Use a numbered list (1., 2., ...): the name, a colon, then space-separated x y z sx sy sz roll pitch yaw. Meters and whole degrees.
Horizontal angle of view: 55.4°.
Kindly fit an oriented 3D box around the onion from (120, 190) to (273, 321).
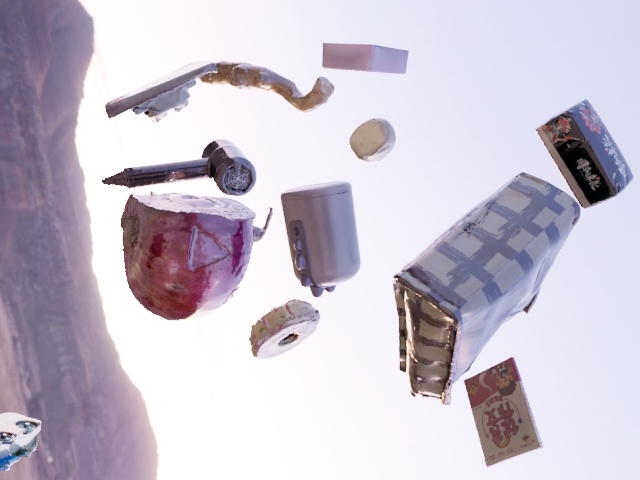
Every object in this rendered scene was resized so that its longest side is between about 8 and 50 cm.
1. onion: -0.241 0.033 1.104 0.256 0.272 0.231 -114 -141 -76

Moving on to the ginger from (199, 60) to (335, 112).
1. ginger: -0.110 -0.299 1.157 0.288 0.089 0.075 19 -65 20

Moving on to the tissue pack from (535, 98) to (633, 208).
1. tissue pack: 0.467 -0.154 1.074 0.090 0.103 0.170 -29 -88 50

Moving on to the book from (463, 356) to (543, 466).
1. book: 0.452 0.428 1.529 0.162 0.022 0.232 -39 -137 36

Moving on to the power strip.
1. power strip: -0.274 -0.246 1.059 0.065 0.198 0.213 65 -9 -21

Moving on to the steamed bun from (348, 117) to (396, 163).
1. steamed bun: 0.150 -0.281 1.699 0.130 0.091 0.113 -36 -109 22

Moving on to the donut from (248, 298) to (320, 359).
1. donut: -0.082 0.190 1.331 0.068 0.174 0.175 58 -29 25

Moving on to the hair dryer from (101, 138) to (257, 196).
1. hair dryer: -0.341 -0.155 1.467 0.189 0.352 0.107 -134 -143 -58

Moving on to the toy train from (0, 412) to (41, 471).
1. toy train: -0.638 0.404 1.216 0.188 0.099 0.072 22 79 -87

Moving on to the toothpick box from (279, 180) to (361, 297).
1. toothpick box: 0.000 0.000 1.742 0.229 0.228 0.317 -171 -109 -66

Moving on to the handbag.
1. handbag: 0.276 0.093 1.068 0.162 0.325 0.327 37 -29 32

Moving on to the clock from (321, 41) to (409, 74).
1. clock: 0.111 -0.452 1.517 0.150 0.197 0.063 14 -72 32
